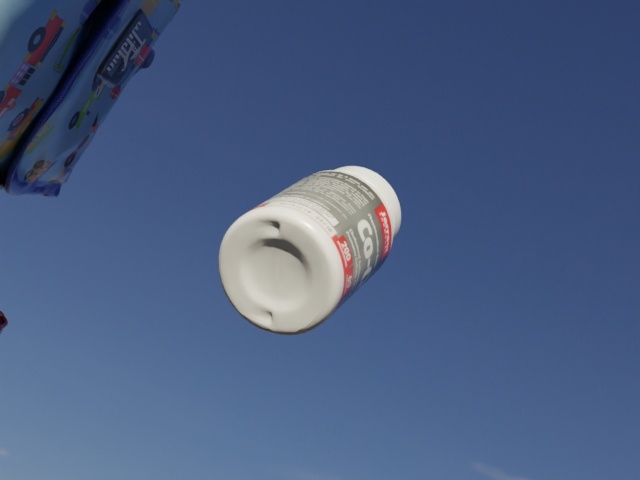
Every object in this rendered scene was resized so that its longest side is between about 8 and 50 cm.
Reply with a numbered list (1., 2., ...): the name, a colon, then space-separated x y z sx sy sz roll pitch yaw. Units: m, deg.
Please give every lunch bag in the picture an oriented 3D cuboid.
1. lunch bag: -0.163 -0.140 0.580 0.138 0.221 0.293 31 2 9

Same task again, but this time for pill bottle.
1. pill bottle: 0.000 0.000 1.305 0.161 0.283 0.161 7 -70 21

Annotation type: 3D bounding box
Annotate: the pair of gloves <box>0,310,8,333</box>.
1. pair of gloves: -0.275 0.119 0.696 0.023 0.159 0.198 34 -4 -8
